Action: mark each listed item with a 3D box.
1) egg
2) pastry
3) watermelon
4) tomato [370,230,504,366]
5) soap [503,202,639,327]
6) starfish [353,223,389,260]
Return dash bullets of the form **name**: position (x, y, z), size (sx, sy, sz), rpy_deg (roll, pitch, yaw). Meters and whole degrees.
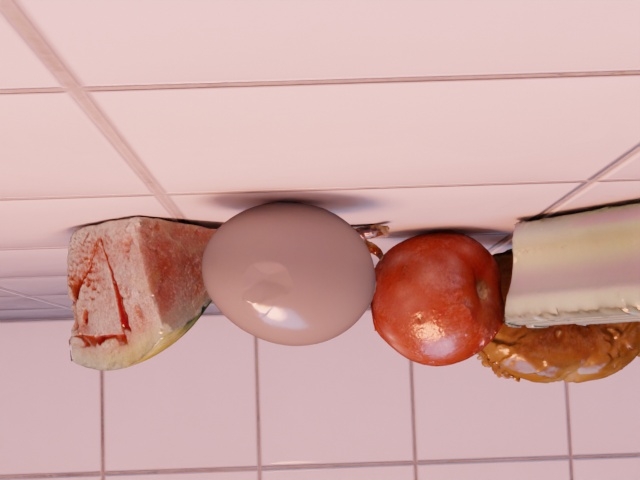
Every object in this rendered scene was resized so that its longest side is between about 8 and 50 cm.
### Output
- **egg**: position (-0.040, 0.039, 1.434), size (0.176, 0.176, 0.232), rpy_deg (-8, 164, 41)
- **pastry**: position (0.380, 0.121, 1.944), size (0.311, 0.255, 0.162), rpy_deg (-1, 150, 0)
- **watermelon**: position (-0.242, 0.035, 1.643), size (0.213, 0.201, 0.261), rpy_deg (-9, -148, 46)
- **tomato**: position (0.173, 0.089, 1.800), size (0.184, 0.208, 0.208), rpy_deg (-12, 169, 36)
- **soap**: position (0.438, 0.038, 1.648), size (0.261, 0.156, 0.446), rpy_deg (3, 172, -38)
- **starfish**: position (0.001, 0.008, 1.708), size (0.213, 0.057, 0.238), rpy_deg (-11, 172, 14)
